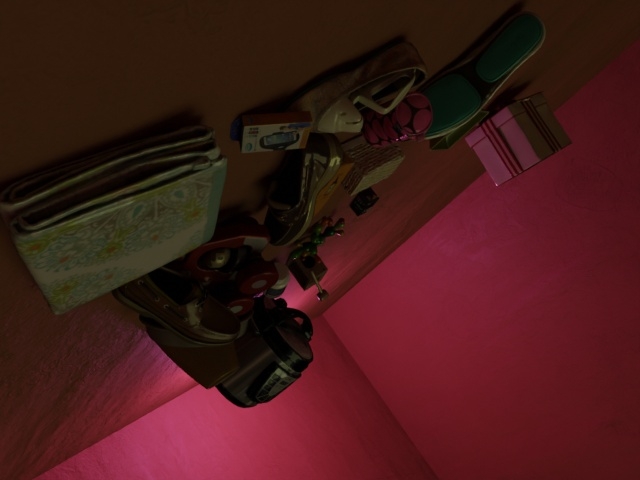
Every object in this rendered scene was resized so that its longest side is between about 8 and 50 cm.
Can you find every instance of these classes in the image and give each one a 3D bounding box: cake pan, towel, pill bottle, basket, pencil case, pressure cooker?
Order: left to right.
[{"bbox_3d":[-0.321,-0.027,0.878,0.321,0.090,0.374,-26,165,-26],"label":"towel"},{"bbox_3d":[-0.324,0.213,1.404,0.294,0.054,0.293,1,-171,0],"label":"cake pan"},{"bbox_3d":[-0.232,0.422,2.156,0.421,0.375,0.370,-37,-167,5],"label":"pressure cooker"},{"bbox_3d":[-0.160,0.139,1.902,0.094,0.094,0.169,-31,167,-23],"label":"pill bottle"},{"bbox_3d":[0.119,-0.203,1.361,0.167,0.103,0.113,-30,167,-29],"label":"basket"},{"bbox_3d":[0.156,-0.249,1.136,0.095,0.098,0.209,-28,-168,-11],"label":"pencil case"}]

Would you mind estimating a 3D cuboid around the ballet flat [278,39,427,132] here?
[{"bbox_3d":[0.070,-0.266,0.987,0.316,0.106,0.107,-33,167,-10],"label":"ballet flat"}]

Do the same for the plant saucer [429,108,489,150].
[{"bbox_3d":[0.444,-0.374,1.738,0.188,0.045,0.188,-43,166,31],"label":"plant saucer"}]

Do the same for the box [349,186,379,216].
[{"bbox_3d":[0.151,-0.132,1.830,0.062,0.052,0.083,-29,165,-36],"label":"box"}]

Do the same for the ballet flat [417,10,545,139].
[{"bbox_3d":[0.374,-0.396,1.323,0.400,0.139,0.139,-41,167,17],"label":"ballet flat"}]

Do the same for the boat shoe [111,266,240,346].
[{"bbox_3d":[-0.293,0.140,1.159,0.308,0.110,0.104,29,127,-29],"label":"boat shoe"}]

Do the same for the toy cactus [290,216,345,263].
[{"bbox_3d":[0.000,0.000,1.844,0.219,0.112,0.180,-45,177,2],"label":"toy cactus"}]

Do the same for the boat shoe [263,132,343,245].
[{"bbox_3d":[-0.075,-0.104,1.200,0.123,0.123,0.342,-14,153,-39],"label":"boat shoe"}]

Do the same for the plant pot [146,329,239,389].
[{"bbox_3d":[-0.369,0.323,1.653,0.237,0.254,0.237,-34,167,-9],"label":"plant pot"}]

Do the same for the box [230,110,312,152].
[{"bbox_3d":[-0.087,-0.189,0.931,0.136,0.028,0.081,-9,158,-16],"label":"box"}]

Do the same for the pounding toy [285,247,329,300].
[{"bbox_3d":[-0.020,0.116,1.934,0.094,0.206,0.181,-31,167,-23],"label":"pounding toy"}]

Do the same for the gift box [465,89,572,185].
[{"bbox_3d":[0.729,-0.393,1.933,0.255,0.258,0.276,-26,172,-38],"label":"gift box"}]

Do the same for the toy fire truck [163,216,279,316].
[{"bbox_3d":[-0.262,0.065,1.253,0.254,0.169,0.302,1,144,-40],"label":"toy fire truck"}]

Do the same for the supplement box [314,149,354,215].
[{"bbox_3d":[-0.012,-0.138,1.316,0.078,0.080,0.233,-27,167,-38],"label":"supplement box"}]
